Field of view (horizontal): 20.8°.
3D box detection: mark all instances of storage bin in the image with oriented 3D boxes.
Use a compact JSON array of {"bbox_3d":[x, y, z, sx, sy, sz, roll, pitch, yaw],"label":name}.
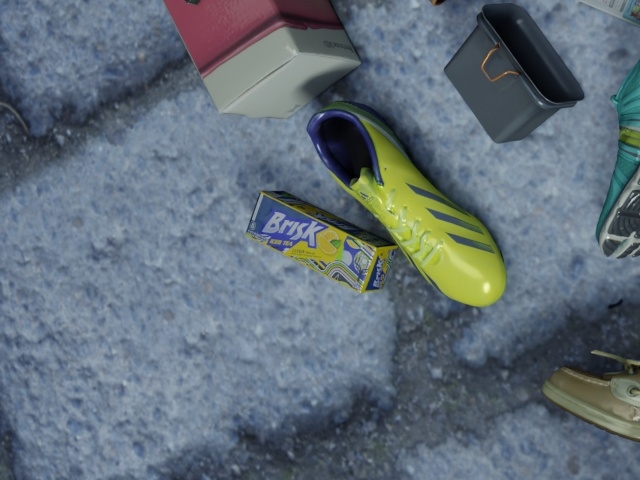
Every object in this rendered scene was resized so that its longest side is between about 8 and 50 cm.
[{"bbox_3d":[0.195,-0.170,1.849,0.091,0.098,0.135,-47,68,35],"label":"storage bin"}]

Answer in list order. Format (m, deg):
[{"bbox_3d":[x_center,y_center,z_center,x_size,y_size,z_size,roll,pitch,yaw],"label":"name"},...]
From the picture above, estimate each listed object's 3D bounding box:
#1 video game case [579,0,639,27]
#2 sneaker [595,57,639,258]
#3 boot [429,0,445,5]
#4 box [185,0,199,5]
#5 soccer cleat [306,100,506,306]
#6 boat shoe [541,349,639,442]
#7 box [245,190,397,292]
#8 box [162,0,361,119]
[{"bbox_3d":[0.364,-0.318,1.778,0.193,0.023,0.212,29,105,28],"label":"video game case"},{"bbox_3d":[0.343,-0.111,1.761,0.110,0.107,0.275,44,123,50],"label":"sneaker"},{"bbox_3d":[0.117,-0.438,1.882,0.280,0.096,0.264,49,114,20],"label":"boot"},{"bbox_3d":[-0.138,-0.311,1.910,0.067,0.018,0.083,45,111,22],"label":"box"},{"bbox_3d":[0.086,-0.036,1.896,0.093,0.121,0.289,-48,69,23],"label":"soccer cleat"},{"bbox_3d":[0.365,0.164,1.752,0.285,0.104,0.089,15,94,20],"label":"boat shoe"},{"bbox_3d":[0.000,0.000,1.989,0.169,0.054,0.059,26,104,29],"label":"box"},{"bbox_3d":[-0.081,-0.268,1.975,0.127,0.148,0.232,-34,74,26],"label":"box"}]
